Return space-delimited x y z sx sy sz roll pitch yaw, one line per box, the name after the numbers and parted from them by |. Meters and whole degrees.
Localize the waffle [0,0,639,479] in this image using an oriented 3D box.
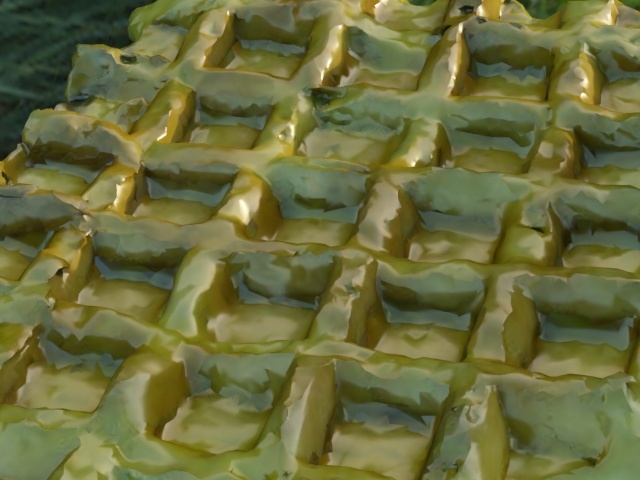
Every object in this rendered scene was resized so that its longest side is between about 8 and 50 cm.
0.000 0.003 0.479 0.312 0.060 0.307 -29 42 -28 | waffle
